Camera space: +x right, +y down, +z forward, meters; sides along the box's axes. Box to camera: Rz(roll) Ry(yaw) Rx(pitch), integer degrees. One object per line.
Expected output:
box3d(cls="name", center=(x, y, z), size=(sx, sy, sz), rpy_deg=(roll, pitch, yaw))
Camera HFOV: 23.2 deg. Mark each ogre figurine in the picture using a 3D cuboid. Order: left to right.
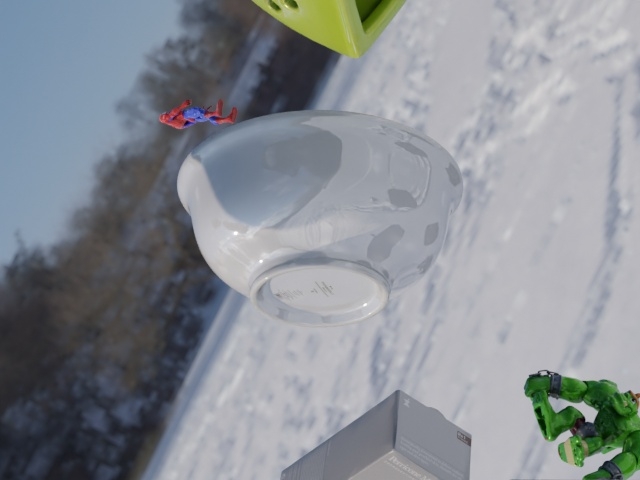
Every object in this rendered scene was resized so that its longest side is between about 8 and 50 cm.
box3d(cls="ogre figurine", center=(0.342, 0.231, 1.938), size=(0.197, 0.118, 0.097), rpy_deg=(-137, 41, -62))

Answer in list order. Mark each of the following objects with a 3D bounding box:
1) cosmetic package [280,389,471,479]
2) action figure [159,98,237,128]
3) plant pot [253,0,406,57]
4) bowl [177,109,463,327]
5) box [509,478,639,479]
box3d(cls="cosmetic package", center=(0.063, 0.295, 1.903), size=(0.238, 0.127, 0.107), rpy_deg=(-40, 28, 39))
box3d(cls="action figure", center=(-0.147, -0.147, 1.811), size=(0.115, 0.038, 0.030), rpy_deg=(-5, 74, 42))
box3d(cls="plant pot", center=(-0.015, -0.314, 1.196), size=(0.228, 0.207, 0.227), rpy_deg=(-54, -29, -25))
box3d(cls="bowl", center=(0.000, 0.000, 1.592), size=(0.298, 0.298, 0.134), rpy_deg=(123, 152, -56))
box3d(cls="box", center=(0.312, 0.295, 1.471), size=(0.094, 0.275, 0.113), rpy_deg=(65, -149, -45))
